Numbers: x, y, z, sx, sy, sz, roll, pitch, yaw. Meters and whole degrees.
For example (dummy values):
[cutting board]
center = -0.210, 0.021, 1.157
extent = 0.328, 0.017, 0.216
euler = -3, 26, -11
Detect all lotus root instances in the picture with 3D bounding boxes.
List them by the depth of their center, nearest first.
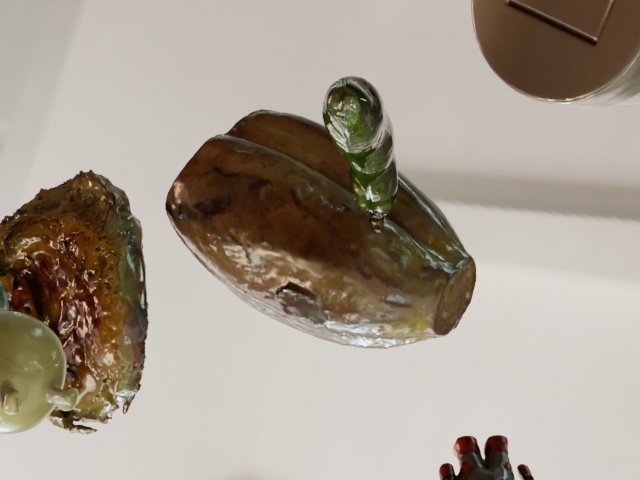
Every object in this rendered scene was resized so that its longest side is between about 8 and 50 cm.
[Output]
[lotus root]
center = 0.001, -0.005, 1.610
extent = 0.193, 0.291, 0.193
euler = -56, 169, -16

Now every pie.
[pie]
center = -0.307, 0.078, 2.053
extent = 0.308, 0.085, 0.308
euler = 3, -84, 32

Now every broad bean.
[broad bean]
center = 0.034, -0.077, 1.382
extent = 0.254, 0.046, 0.065
euler = 68, 33, -69

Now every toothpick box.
[toothpick box]
center = 0.173, -0.131, 1.014
extent = 0.111, 0.180, 0.111
euler = 3, -85, 33

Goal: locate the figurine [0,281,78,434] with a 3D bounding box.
[figurine]
center = -0.361, 0.100, 1.689
extent = 0.394, 0.226, 0.275
euler = 26, -75, 46

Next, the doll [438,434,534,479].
[doll]
center = 0.143, 0.241, 1.429
extent = 0.195, 0.104, 0.062
euler = -100, -149, -41
